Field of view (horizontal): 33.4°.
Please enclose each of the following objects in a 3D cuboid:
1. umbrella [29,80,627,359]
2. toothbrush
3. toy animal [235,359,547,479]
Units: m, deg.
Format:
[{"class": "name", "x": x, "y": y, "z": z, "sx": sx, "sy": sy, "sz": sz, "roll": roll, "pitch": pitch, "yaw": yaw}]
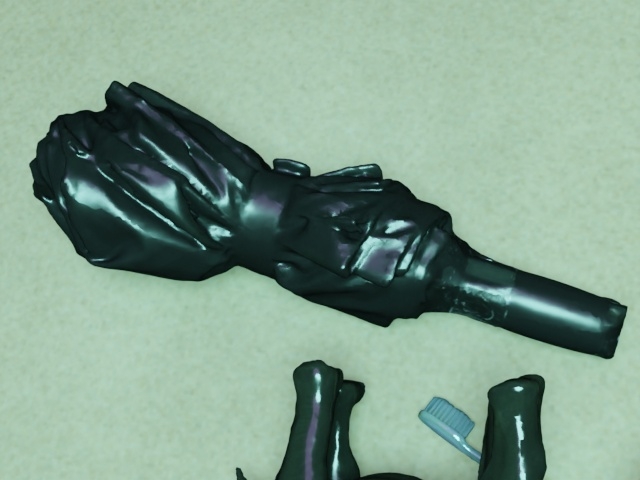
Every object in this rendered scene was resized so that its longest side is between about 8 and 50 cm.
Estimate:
[{"class": "umbrella", "x": 0.000, "y": 0.000, "z": 0.597, "sx": 0.340, "sy": 0.118, "sz": 0.118, "roll": 18, "pitch": 72, "yaw": 8}, {"class": "toothbrush", "x": 0.133, "y": 0.139, "z": 0.549, "sx": 0.193, "sy": 0.013, "sz": 0.019, "roll": 32, "pitch": 69, "yaw": 22}, {"class": "toy animal", "x": 0.072, "y": 0.139, "z": 0.511, "sx": 0.245, "sy": 0.114, "sz": 0.146, "roll": -5, "pitch": 70, "yaw": 36}]
